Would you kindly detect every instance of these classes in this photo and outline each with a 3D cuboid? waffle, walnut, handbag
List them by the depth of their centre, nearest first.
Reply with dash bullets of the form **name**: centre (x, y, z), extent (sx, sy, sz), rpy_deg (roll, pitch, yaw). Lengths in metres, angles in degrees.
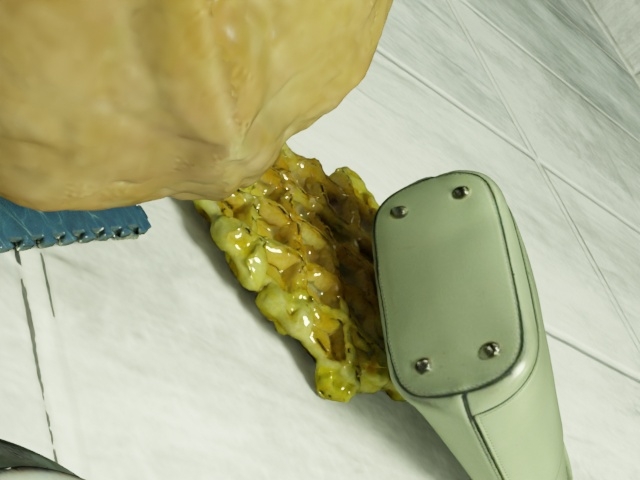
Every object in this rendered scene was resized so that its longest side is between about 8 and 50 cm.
- **walnut**: centre (-0.113, -0.171, 0.723), extent (0.306, 0.306, 0.344), rpy_deg (22, 34, -49)
- **handbag**: centre (0.132, 0.110, 1.017), extent (0.315, 0.109, 0.241), rpy_deg (63, 19, -51)
- **waffle**: centre (-0.001, 0.001, 1.019), extent (0.291, 0.051, 0.291), rpy_deg (40, 26, -24)

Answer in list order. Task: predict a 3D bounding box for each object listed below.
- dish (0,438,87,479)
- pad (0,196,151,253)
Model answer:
- **dish**: centre (-0.108, 0.177, 0.479), extent (0.316, 0.106, 0.316), rpy_deg (41, 24, -22)
- **pad**: centre (-0.241, -0.101, 0.788), extent (0.269, 0.012, 0.269), rpy_deg (55, 23, 10)
